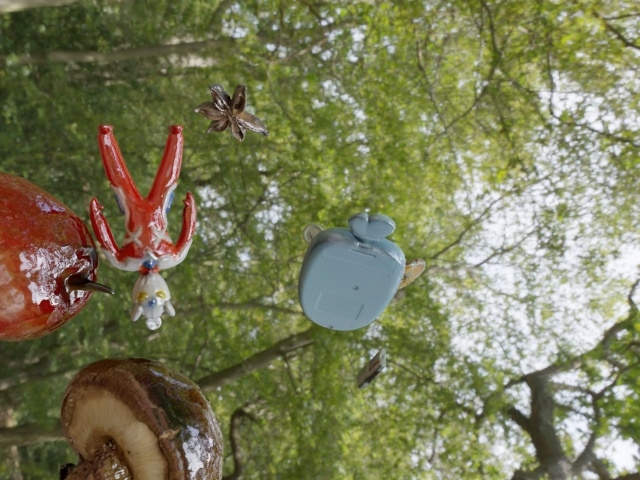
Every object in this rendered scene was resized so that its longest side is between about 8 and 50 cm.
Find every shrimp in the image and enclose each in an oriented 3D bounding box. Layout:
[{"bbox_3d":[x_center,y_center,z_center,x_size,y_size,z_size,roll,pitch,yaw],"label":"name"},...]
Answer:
[{"bbox_3d":[0.167,0.089,1.528,0.188,0.132,0.051,-33,-119,23],"label":"shrimp"}]

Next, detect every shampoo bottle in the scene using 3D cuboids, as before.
[{"bbox_3d":[0.000,0.000,1.802,0.065,0.065,0.204,65,6,15],"label":"shampoo bottle"}]

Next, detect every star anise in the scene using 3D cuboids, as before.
[{"bbox_3d":[-0.244,-0.339,1.652,0.208,0.172,0.063,63,24,-53],"label":"star anise"}]

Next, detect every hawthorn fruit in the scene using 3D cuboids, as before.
[{"bbox_3d":[-0.506,0.038,1.052,0.369,0.284,0.284,18,-53,15],"label":"hawthorn fruit"}]

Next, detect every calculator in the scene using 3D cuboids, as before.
[{"bbox_3d":[0.057,0.066,1.191,0.042,0.188,0.302,-79,-175,-48],"label":"calculator"}]

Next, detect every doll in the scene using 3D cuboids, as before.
[{"bbox_3d":[-0.323,-0.022,1.157,0.099,0.189,0.383,-144,-130,-71],"label":"doll"}]

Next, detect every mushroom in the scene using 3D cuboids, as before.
[{"bbox_3d":[-0.283,0.319,0.984,0.278,0.163,0.297,-38,-97,14],"label":"mushroom"}]

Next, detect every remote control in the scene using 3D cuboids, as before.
[{"bbox_3d":[0.150,0.386,1.873,0.166,0.029,0.065,120,-17,-48],"label":"remote control"}]
